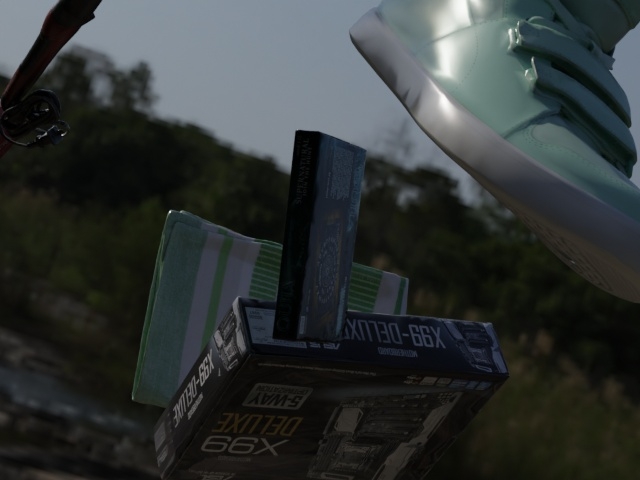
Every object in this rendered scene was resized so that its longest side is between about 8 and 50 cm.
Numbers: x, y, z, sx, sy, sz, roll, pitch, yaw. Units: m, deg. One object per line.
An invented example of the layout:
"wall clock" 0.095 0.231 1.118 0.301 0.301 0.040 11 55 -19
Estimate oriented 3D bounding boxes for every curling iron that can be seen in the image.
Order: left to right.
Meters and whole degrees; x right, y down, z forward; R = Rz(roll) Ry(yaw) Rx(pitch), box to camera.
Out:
"curling iron" -0.199 -0.177 1.428 0.068 0.274 0.035 37 35 2

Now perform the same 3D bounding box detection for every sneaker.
"sneaker" 0.115 -0.086 0.756 0.094 0.151 0.256 40 9 -37

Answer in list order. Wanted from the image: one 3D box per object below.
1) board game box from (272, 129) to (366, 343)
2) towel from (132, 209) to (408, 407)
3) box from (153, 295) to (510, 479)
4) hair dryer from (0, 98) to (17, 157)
"board game box" 0.000 0.000 1.552 0.026 0.186 0.126 6 -3 21
"towel" -0.052 0.113 2.078 0.325 0.248 0.038 16 -25 -18
"box" 0.007 0.172 1.819 0.307 0.242 0.076 7 48 -27
"hair dryer" -0.367 -0.094 1.467 0.080 0.223 0.293 44 26 29
